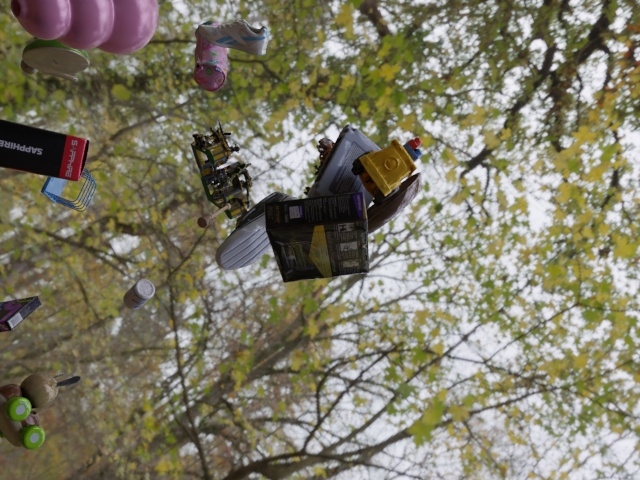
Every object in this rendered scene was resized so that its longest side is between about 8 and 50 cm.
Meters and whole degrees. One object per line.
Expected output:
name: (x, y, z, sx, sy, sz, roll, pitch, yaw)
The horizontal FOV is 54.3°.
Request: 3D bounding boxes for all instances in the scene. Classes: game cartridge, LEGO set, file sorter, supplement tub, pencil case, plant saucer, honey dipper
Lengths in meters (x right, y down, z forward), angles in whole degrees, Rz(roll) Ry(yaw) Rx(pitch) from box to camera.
game cartridge: (0.097, -0.203, 2.013, 0.198, 0.297, 0.062, 39, -25, -26)
LEGO set: (-0.314, -0.258, 2.241, 0.255, 0.192, 0.331, 23, -44, 55)
file sorter: (-0.756, -0.165, 1.896, 0.104, 0.118, 0.170, 22, -11, -8)
supplement tub: (-0.601, 0.179, 2.070, 0.107, 0.071, 0.071, -38, -96, 42)
pencil case: (-0.403, -0.675, 2.275, 0.124, 0.124, 0.284, 107, -18, -52)
plant saucer: (0.211, -0.104, 1.999, 0.050, 0.310, 0.310, 50, -30, -6)
honey dipper: (-0.281, -0.071, 1.687, 0.030, 0.160, 0.030, 7, -69, 18)

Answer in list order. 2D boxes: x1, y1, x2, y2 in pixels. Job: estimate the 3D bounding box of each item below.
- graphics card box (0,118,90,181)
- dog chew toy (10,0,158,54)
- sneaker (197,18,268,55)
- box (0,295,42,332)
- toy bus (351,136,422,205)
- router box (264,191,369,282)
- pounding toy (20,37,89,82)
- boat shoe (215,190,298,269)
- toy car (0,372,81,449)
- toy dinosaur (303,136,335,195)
graphics card box: (-0.657, -0.197, 1.209, 0.233, 0.371, 0.094, 19, -84, 63)
dog chew toy: (-0.536, -0.526, 1.424, 0.206, 0.332, 0.207, 14, -66, 34)
sneaker: (-0.282, -0.673, 2.025, 0.087, 0.228, 0.092, -102, -155, -55)
box: (-0.729, 0.173, 1.403, 0.162, 0.116, 0.029, -12, -69, 15)
toy bus: (0.215, -0.224, 1.884, 0.149, 0.211, 0.220, 54, -3, 3)
router box: (0.000, 0.000, 1.603, 0.309, 0.242, 0.081, 81, 3, -61)
pounding toy: (-0.791, -0.573, 1.861, 0.237, 0.183, 0.110, -15, -104, 57)
boat shoe: (-0.204, -0.032, 1.920, 0.119, 0.335, 0.121, 27, -37, 37)
toy car: (-0.660, 0.372, 1.460, 0.155, 0.188, 0.149, 0, -65, 39)
toy dinosaur: (0.054, -0.220, 2.347, 0.218, 0.164, 0.322, -41, -129, 53)
